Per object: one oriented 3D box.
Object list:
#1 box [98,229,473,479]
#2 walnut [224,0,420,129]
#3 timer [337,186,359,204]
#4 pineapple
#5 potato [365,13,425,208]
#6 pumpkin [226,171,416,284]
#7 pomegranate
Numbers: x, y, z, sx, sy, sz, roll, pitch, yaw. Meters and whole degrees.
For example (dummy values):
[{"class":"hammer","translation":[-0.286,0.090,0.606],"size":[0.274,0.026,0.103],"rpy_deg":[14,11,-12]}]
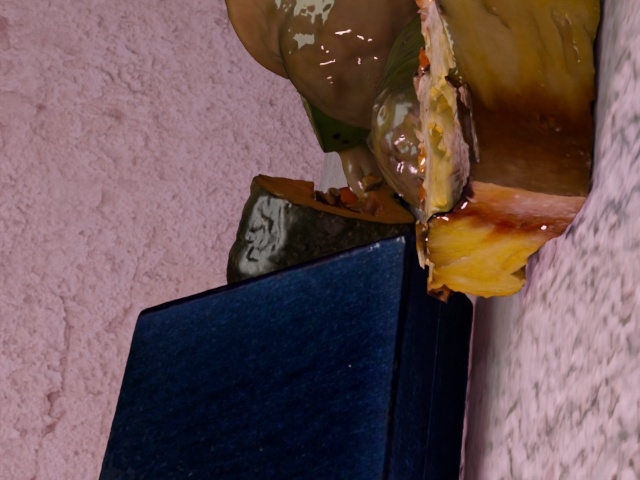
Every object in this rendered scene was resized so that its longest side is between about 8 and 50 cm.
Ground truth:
[{"class":"box","translation":[-0.030,0.159,1.227],"size":[0.116,0.261,0.279],"rpy_deg":[46,-142,-39]},{"class":"walnut","translation":[0.043,-0.256,1.461],"size":[0.253,0.282,0.277],"rpy_deg":[-31,-40,-38]},{"class":"timer","translation":[0.031,-0.002,2.008],"size":[0.136,0.099,0.136],"rpy_deg":[0,-90,-89]},{"class":"pineapple","translation":[0.116,-0.064,1.038],"size":[0.186,0.114,0.236],"rpy_deg":[-97,9,-77]},{"class":"potato","translation":[0.099,-0.102,1.253],"size":[0.251,0.113,0.149],"rpy_deg":[-63,-21,-71]},{"class":"pumpkin","translation":[0.000,0.001,1.782],"size":[0.280,0.190,0.139],"rpy_deg":[-92,12,-77]},{"class":"pomegranate","translation":[0.054,-0.178,1.901],"size":[0.190,0.159,0.241],"rpy_deg":[76,178,-73]}]
